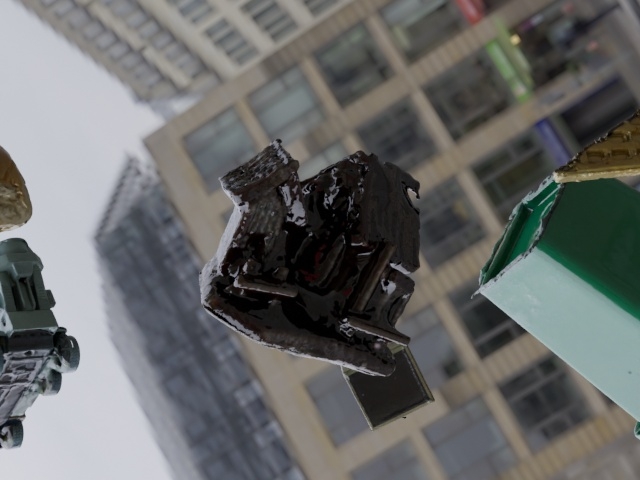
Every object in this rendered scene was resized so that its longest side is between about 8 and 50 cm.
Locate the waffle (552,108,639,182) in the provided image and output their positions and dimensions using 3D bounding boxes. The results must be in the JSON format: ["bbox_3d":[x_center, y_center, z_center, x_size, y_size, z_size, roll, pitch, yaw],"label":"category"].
[{"bbox_3d":[0.297,-0.105,1.693,0.023,0.153,0.097,99,162,-58],"label":"waffle"}]

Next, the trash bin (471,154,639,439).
[{"bbox_3d":[0.423,0.093,2.299,0.381,0.259,0.295,33,-123,-5],"label":"trash bin"}]

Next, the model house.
[{"bbox_3d":[0.001,0.004,1.383,0.203,0.164,0.141,16,-160,-48],"label":"model house"}]

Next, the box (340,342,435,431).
[{"bbox_3d":[0.074,0.159,1.842,0.083,0.079,0.035,63,-178,-15],"label":"box"}]

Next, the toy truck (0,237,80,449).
[{"bbox_3d":[-0.350,0.118,1.770,0.108,0.256,0.140,-3,-124,-36],"label":"toy truck"}]

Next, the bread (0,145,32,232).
[{"bbox_3d":[-0.316,-0.041,1.449,0.106,0.125,0.082,13,117,66],"label":"bread"}]
